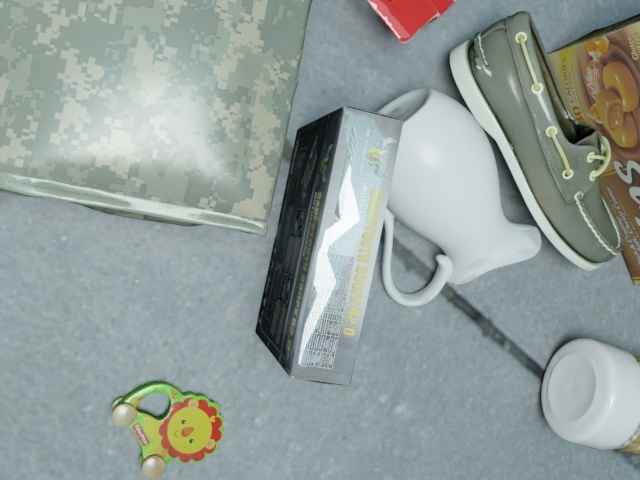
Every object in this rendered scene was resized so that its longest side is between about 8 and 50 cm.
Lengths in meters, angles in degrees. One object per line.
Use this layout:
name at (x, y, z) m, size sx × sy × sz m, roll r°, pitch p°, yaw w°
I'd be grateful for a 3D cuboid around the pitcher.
pitcher at (0.112, -0.038, 0.679) m, size 0.177 × 0.125 × 0.207 m, roll -35°, pitch 114°, yaw 5°

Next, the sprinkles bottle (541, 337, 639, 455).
sprinkles bottle at (0.448, 0.218, 0.778) m, size 0.355 × 0.121 × 0.121 m, roll 17°, pitch 89°, yaw -16°

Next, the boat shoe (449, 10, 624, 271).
boat shoe at (0.258, -0.101, 0.701) m, size 0.305 × 0.091 × 0.109 m, roll 55°, pitch 38°, yaw -11°

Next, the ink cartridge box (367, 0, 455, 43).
ink cartridge box at (0.114, -0.320, 0.672) m, size 0.231 × 0.078 × 0.134 m, roll -44°, pitch 103°, yaw -8°

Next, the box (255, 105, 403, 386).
box at (0.000, 0.000, 0.610) m, size 0.056 × 0.183 × 0.231 m, roll 11°, pitch 90°, yaw -16°

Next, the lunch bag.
lunch bag at (-0.175, -0.140, 0.561) m, size 0.287 × 0.169 × 0.235 m, roll 11°, pitch 91°, yaw -20°

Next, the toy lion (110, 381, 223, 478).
toy lion at (-0.153, 0.189, 0.662) m, size 0.096 × 0.034 × 0.100 m, roll -30°, pitch 100°, yaw -18°

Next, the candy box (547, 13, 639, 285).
candy box at (0.389, -0.093, 0.707) m, size 0.087 × 0.183 × 0.316 m, roll -28°, pitch 100°, yaw -11°
